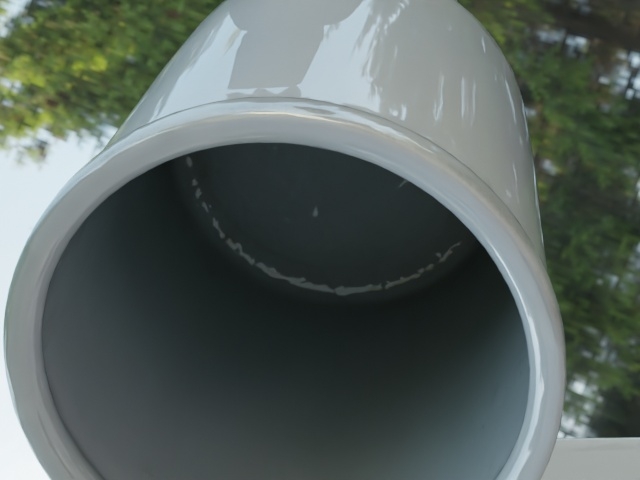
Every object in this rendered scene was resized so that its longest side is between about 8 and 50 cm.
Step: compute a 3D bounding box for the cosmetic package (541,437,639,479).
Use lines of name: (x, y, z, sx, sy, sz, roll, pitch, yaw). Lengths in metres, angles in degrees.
cosmetic package: (0.251, 0.320, 1.376, 0.138, 0.224, 0.224, 126, 143, -67)

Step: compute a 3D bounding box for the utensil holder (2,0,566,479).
utensil holder: (0.000, 0.000, 0.940, 0.385, 0.327, 0.328, -73, -11, -63)
